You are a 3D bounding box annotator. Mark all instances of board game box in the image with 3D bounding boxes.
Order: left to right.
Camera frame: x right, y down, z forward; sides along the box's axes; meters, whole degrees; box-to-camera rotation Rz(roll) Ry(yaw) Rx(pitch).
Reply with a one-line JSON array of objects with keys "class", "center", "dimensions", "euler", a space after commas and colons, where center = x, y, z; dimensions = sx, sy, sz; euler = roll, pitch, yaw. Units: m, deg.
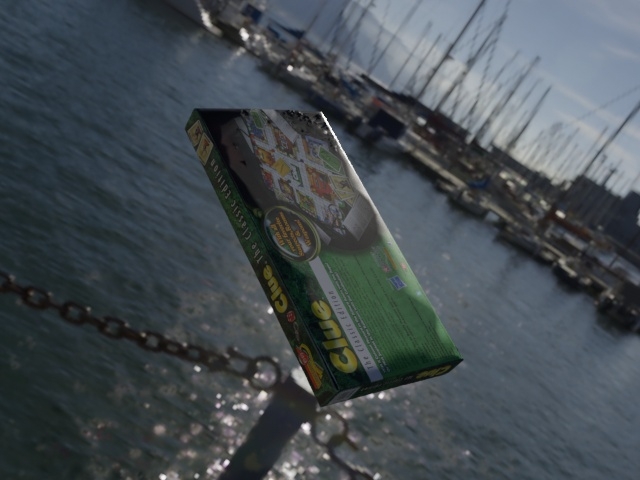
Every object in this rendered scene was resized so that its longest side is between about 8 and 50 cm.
[{"class": "board game box", "center": [0.000, 0.000, 0.675], "dimensions": [0.136, 0.030, 0.259], "euler": [-3, 56, -42]}]
